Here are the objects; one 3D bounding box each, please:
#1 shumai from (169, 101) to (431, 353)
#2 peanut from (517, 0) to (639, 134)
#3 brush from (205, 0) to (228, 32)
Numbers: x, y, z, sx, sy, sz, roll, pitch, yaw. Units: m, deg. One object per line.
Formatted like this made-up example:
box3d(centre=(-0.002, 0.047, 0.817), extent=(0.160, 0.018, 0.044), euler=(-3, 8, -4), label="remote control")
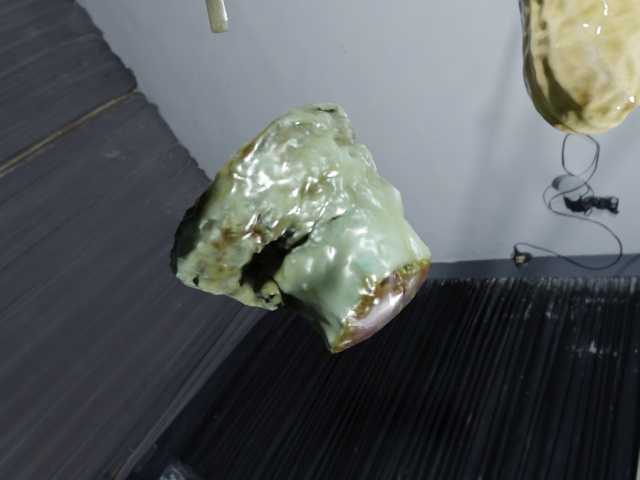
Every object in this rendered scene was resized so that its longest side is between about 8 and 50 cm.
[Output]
box3d(centre=(0.000, 0.000, 0.682), extent=(0.323, 0.397, 0.324), euler=(41, 128, 6), label="shumai")
box3d(centre=(0.316, -0.285, 0.511), extent=(0.153, 0.326, 0.140), euler=(7, 168, 3), label="peanut")
box3d(centre=(-0.190, -0.451, 0.754), extent=(0.034, 0.028, 0.190), euler=(-9, 146, -8), label="brush")
